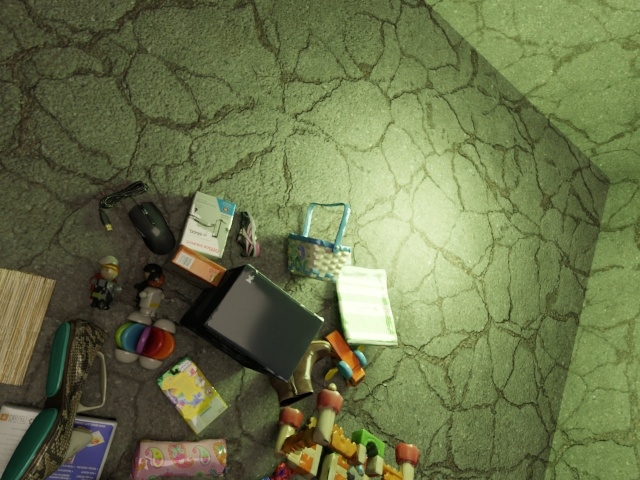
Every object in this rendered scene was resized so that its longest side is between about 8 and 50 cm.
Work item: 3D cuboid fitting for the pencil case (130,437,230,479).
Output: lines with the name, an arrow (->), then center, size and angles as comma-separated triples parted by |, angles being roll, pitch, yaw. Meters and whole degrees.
pencil case -> -0.432, 0.680, 1.356 | 0.284, 0.124, 0.124 | 13, 76, -26

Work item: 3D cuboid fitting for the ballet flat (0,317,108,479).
ballet flat -> -0.688, 0.455, 1.195 | 0.182, 0.164, 0.482 | 34, 46, -39

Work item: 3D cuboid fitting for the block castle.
block castle -> 0.089, 0.704, 1.509 | 0.453, 0.303, 0.212 | 39, 39, -18

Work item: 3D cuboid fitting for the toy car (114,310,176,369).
toy car -> -0.538, 0.311, 1.352 | 0.182, 0.136, 0.159 | 24, 72, -22

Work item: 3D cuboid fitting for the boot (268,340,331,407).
boot -> -0.052, 0.463, 1.518 | 0.249, 0.207, 0.090 | -19, 119, -11

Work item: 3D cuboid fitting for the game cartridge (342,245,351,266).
game cartridge -> 0.098, 0.063, 1.790 | 0.056, 0.017, 0.083 | 5, 79, -23

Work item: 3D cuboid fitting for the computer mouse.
computer mouse -> -0.599, -0.058, 1.427 | 0.184, 0.060, 0.261 | -28, 94, -29

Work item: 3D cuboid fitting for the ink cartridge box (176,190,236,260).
ink cartridge box -> -0.395, -0.046, 1.515 | 0.148, 0.086, 0.202 | 18, 73, -24

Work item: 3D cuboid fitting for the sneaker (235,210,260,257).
sneaker -> -0.273, -0.022, 1.586 | 0.077, 0.072, 0.178 | -11, 81, -18

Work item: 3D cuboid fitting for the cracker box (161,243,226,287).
cracker box -> -0.411, 0.091, 1.400 | 0.156, 0.232, 0.067 | 33, 70, -19

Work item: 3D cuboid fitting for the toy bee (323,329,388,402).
toy bee -> 0.104, 0.496, 1.662 | 0.196, 0.162, 0.298 | -10, 61, -20

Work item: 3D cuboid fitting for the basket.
basket -> 0.000, 0.000, 1.617 | 0.201, 0.255, 0.288 | 20, 83, -30

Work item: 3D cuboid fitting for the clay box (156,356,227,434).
clay box -> -0.422, 0.501, 1.428 | 0.127, 0.053, 0.222 | -37, 98, -27

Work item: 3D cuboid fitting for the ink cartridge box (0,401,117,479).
ink cartridge box -> -0.775, 0.637, 1.218 | 0.304, 0.072, 0.306 | 21, 74, -24

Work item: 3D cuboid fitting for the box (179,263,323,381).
box -> -0.230, 0.255, 1.373 | 0.294, 0.396, 0.211 | 40, 66, -16

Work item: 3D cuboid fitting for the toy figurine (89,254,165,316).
toy figurine -> -0.579, 0.132, 1.320 | 0.213, 0.210, 0.148 | 16, 85, -25

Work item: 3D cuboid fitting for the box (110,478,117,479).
box -> -0.683, 0.848, 1.111 | 0.344, 0.179, 0.312 | -8, 100, -23

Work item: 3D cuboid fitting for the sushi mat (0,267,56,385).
sushi mat -> -0.887, 0.243, 1.252 | 0.152, 0.019, 0.316 | 16, 75, -23

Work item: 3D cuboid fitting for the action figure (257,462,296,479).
action figure -> -0.173, 0.832, 1.457 | 0.281, 0.139, 0.091 | -14, 89, -31

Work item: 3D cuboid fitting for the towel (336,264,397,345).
towel -> 0.181, 0.256, 1.734 | 0.248, 0.038, 0.324 | 9, 60, -26
